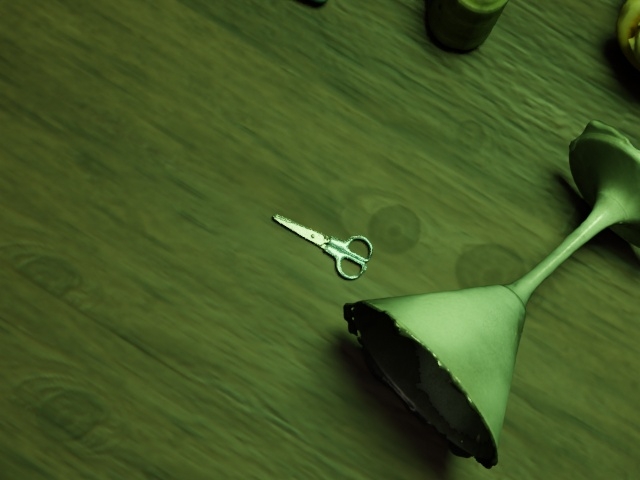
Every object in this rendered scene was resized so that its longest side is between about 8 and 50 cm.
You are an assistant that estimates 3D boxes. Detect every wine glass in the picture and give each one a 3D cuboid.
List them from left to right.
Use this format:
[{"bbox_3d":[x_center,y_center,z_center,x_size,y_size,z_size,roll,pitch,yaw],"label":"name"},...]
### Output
[{"bbox_3d":[0.149,0.031,0.780,0.232,0.156,0.156,-40,83,-15],"label":"wine glass"}]

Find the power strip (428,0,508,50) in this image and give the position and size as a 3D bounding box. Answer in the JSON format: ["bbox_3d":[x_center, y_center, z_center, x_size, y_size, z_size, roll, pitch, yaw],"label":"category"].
[{"bbox_3d":[0.120,-0.351,0.887,0.066,0.092,0.388,4,77,-6],"label":"power strip"}]

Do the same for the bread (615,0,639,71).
[{"bbox_3d":[0.307,-0.194,0.868,0.119,0.084,0.177,35,75,-4],"label":"bread"}]

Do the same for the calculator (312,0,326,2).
[{"bbox_3d":[-0.047,-0.246,0.888,0.141,0.019,0.094,23,76,2],"label":"calculator"}]

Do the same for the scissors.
[{"bbox_3d":[0.000,0.000,0.841,0.083,0.006,0.036,26,78,2],"label":"scissors"}]
